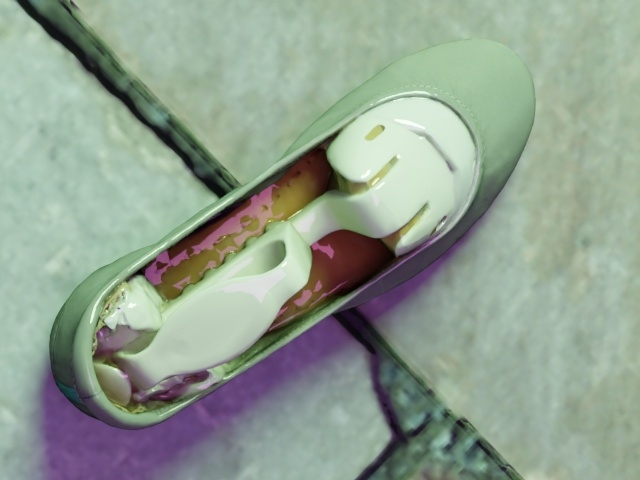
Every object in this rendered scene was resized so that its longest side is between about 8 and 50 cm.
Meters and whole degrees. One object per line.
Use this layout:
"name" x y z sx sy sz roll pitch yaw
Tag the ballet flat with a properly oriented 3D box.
"ballet flat" 0.000 0.000 0.629 0.213 0.068 0.072 -34 103 -9
